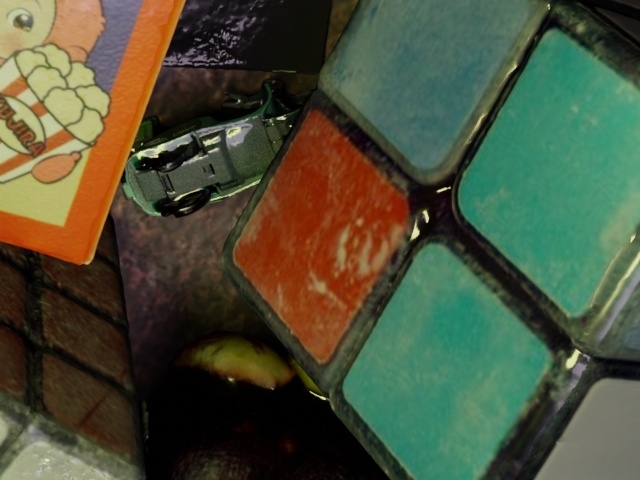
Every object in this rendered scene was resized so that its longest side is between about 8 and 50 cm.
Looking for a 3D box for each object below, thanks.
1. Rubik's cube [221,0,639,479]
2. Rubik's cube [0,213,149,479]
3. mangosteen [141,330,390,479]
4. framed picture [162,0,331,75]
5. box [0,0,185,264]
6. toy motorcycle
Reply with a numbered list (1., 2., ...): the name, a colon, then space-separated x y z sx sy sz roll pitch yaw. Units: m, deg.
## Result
1. Rubik's cube: 0.179 -0.003 1.076 0.313 0.316 0.318 8 119 -42
2. Rubik's cube: -0.351 0.102 1.073 0.344 0.344 0.337 33 108 -23
3. mangosteen: -0.026 0.187 1.254 0.275 0.275 0.302 15 79 -17
4. framed picture: -0.099 -0.267 1.102 0.244 0.013 0.323 2 118 -11
5. box: -0.250 -0.207 0.925 0.349 0.318 0.256 17 114 -13
6. toy motorcycle: -0.067 -0.071 1.169 0.173 0.100 0.058 -19 121 4
